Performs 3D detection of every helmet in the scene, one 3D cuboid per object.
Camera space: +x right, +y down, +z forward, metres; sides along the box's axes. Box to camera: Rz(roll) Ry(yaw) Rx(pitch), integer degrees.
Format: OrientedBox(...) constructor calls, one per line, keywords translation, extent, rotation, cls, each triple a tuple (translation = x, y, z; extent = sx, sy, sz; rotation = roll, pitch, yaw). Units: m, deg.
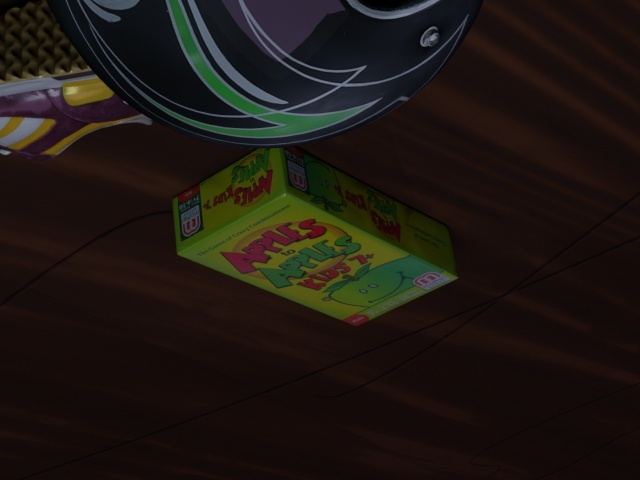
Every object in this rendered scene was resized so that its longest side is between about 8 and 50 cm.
OrientedBox(translation=(-0.021, -0.115, 0.505), extent=(0.169, 0.169, 0.161), rotation=(-25, 132, 28), cls="helmet")

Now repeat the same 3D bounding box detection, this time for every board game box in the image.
OrientedBox(translation=(0.000, 0.000, 0.844), extent=(0.092, 0.043, 0.181), rotation=(-27, 147, 31), cls="board game box")

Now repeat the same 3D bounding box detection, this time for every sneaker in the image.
OrientedBox(translation=(-0.172, -0.070, 0.641), extent=(0.186, 0.069, 0.084), rotation=(-6, 146, -3), cls="sneaker")
